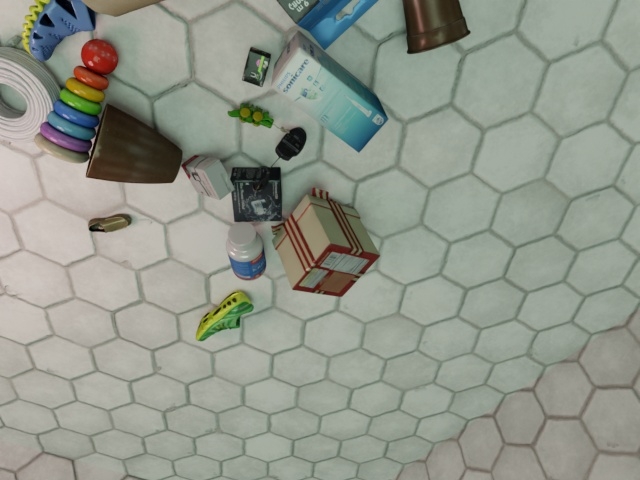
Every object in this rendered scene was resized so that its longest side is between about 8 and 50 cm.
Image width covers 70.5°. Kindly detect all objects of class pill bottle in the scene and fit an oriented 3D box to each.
[{"bbox_3d":[-0.252,0.036,1.532,0.124,0.124,0.222,-2,149,-2],"label":"pill bottle"}]

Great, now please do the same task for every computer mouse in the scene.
[{"bbox_3d":[-0.127,-0.244,1.384,0.071,0.041,0.242,40,89,0],"label":"computer mouse"}]

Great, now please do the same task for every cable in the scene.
[{"bbox_3d":[-0.850,-0.396,1.256,0.257,0.089,0.257,-20,124,10],"label":"cable"}]

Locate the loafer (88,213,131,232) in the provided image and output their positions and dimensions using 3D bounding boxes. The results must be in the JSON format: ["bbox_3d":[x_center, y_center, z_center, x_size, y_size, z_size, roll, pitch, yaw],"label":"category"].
[{"bbox_3d":[-0.714,-0.051,1.531,0.147,0.050,0.056,-10,125,4],"label":"loafer"}]

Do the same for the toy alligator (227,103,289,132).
[{"bbox_3d":[-0.178,-0.368,1.341,0.189,0.056,0.051,13,83,-12],"label":"toy alligator"}]

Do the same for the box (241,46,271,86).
[{"bbox_3d":[-0.177,-0.481,1.257,0.062,0.052,0.083,14,124,-14],"label":"box"}]

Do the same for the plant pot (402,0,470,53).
[{"bbox_3d":[0.282,-0.586,1.151,0.166,0.167,0.165,-17,117,9],"label":"plant pot"}]

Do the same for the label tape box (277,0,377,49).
[{"bbox_3d":[-0.007,-0.665,1.105,0.240,0.106,0.333,-36,119,21],"label":"label tape box"}]

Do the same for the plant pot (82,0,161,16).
[{"bbox_3d":[-0.400,-0.658,0.984,0.305,0.334,0.334,-14,125,20],"label":"plant pot"}]

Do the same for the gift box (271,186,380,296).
[{"bbox_3d":[0.000,0.000,1.472,0.276,0.258,0.255,20,123,-40],"label":"gift box"}]

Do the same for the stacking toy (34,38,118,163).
[{"bbox_3d":[-0.643,-0.382,1.228,0.141,0.141,0.330,26,103,-20],"label":"stacking toy"}]

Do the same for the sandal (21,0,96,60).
[{"bbox_3d":[-0.627,-0.571,1.131,0.138,0.126,0.317,33,119,-28],"label":"sandal"}]

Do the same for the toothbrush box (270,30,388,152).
[{"bbox_3d":[0.022,-0.404,1.224,0.295,0.216,0.126,32,117,-24],"label":"toothbrush box"}]

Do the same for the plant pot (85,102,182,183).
[{"bbox_3d":[-0.533,-0.252,1.323,0.230,0.215,0.215,16,124,-30],"label":"plant pot"}]

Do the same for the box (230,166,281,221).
[{"bbox_3d":[-0.205,-0.148,1.467,0.158,0.093,0.156,-2,125,-4],"label":"box"}]

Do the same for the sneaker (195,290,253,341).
[{"bbox_3d":[-0.380,0.320,1.776,0.295,0.109,0.123,-38,115,21],"label":"sneaker"}]

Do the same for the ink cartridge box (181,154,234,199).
[{"bbox_3d":[-0.346,-0.195,1.390,0.063,0.150,0.109,-41,127,-26],"label":"ink cartridge box"}]
